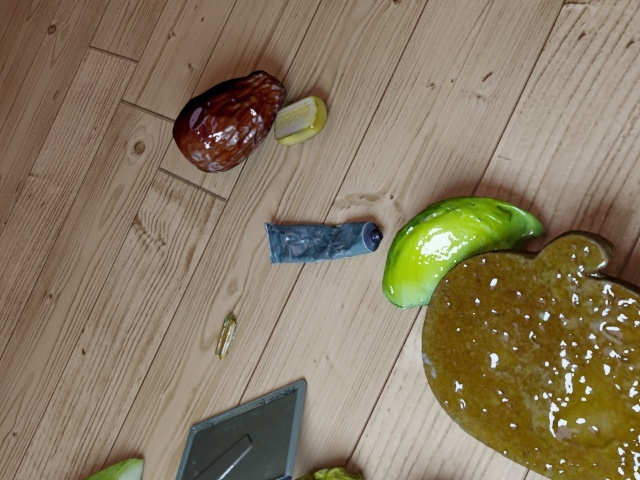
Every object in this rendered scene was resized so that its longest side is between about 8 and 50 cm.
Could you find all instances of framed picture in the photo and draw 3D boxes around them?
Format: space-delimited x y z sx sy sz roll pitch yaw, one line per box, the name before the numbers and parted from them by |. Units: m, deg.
framed picture | -0.140 0.349 1.131 0.265 0.018 0.192 -28 29 26

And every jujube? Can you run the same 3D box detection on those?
jujube | -0.174 -0.237 1.327 0.236 0.168 0.168 -41 55 4

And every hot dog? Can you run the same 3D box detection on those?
hot dog | -0.175 0.181 1.271 0.037 0.021 0.083 16 87 59

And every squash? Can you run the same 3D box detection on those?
squash | -0.464 0.494 1.328 0.252 0.093 0.169 -3 75 35

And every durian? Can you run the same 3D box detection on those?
durian | 0.193 0.009 1.016 0.250 0.101 0.139 -38 92 20

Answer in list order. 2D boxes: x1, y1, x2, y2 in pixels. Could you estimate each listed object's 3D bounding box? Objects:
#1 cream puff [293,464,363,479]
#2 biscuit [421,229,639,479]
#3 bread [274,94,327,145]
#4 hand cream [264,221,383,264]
cream puff | 0.012 0.406 1.008 0.121 0.156 0.156 131 144 -70
biscuit | 0.293 0.138 0.864 0.367 0.063 0.314 21 104 41
bread | -0.033 -0.219 1.279 0.115 0.056 0.082 -19 61 36
hand cream | 0.000 -0.001 1.184 0.248 0.052 0.075 -3 72 35
